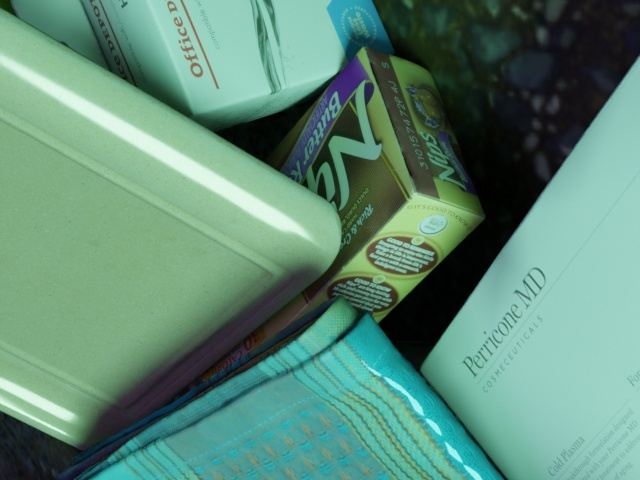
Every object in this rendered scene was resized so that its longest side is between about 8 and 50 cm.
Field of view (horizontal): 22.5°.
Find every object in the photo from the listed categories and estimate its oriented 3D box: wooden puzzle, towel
[{"bbox_3d":[-0.139,0.002,0.824,0.221,0.044,0.239,30,132,-19],"label":"wooden puzzle"},{"bbox_3d":[0.039,0.225,0.827,0.271,0.040,0.370,-35,93,42],"label":"towel"}]

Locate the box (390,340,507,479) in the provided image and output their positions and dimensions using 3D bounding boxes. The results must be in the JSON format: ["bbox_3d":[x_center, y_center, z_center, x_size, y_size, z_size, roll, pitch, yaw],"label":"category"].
[{"bbox_3d":[0.046,0.206,0.949,0.169,0.087,0.290,-4,104,52],"label":"box"}]

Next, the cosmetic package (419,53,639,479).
[{"bbox_3d":[0.223,0.042,0.645,0.284,0.097,0.377,50,140,18],"label":"cosmetic package"}]

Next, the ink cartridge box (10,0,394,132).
[{"bbox_3d":[-0.059,-0.114,0.846,0.060,0.180,0.104,-27,86,52],"label":"ink cartridge box"}]

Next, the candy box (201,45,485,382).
[{"bbox_3d":[0.000,0.000,0.864,0.186,0.053,0.109,-47,42,34],"label":"candy box"}]

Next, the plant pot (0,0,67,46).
[{"bbox_3d":[-0.232,-0.127,0.953,0.275,0.293,0.274,7,140,6],"label":"plant pot"}]
